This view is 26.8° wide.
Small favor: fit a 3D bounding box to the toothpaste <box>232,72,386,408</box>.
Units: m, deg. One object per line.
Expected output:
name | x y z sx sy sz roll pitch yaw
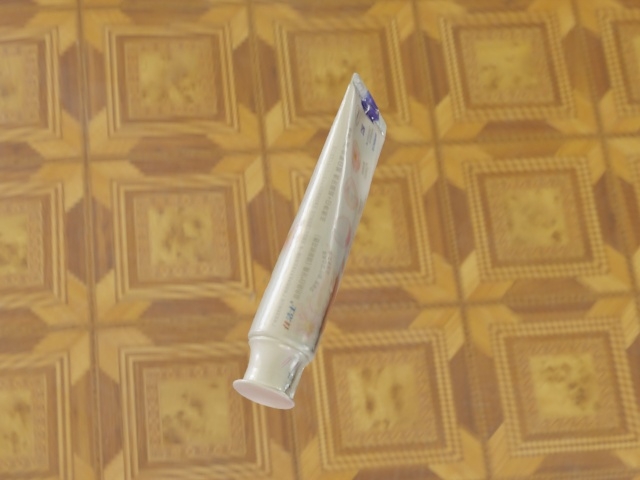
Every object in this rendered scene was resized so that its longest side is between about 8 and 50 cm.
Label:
toothpaste | 0.000 0.000 1.267 0.066 0.100 0.323 8 64 28
